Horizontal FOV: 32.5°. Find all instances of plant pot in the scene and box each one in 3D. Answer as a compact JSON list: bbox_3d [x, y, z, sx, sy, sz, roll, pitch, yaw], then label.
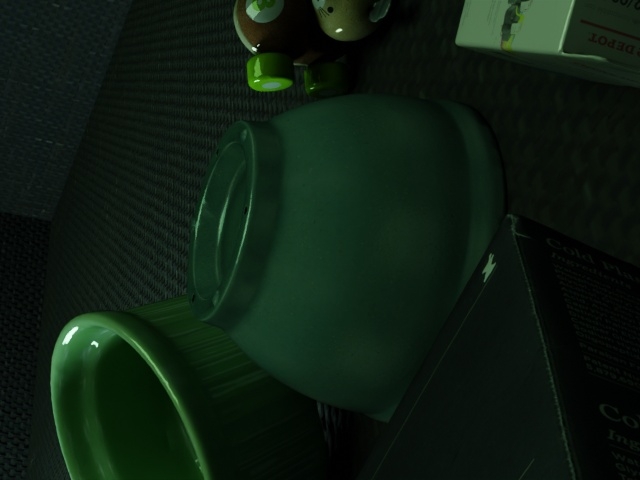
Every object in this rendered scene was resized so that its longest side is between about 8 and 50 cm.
[{"bbox_3d":[0.000,0.000,0.952,0.293,0.196,0.293,-168,90,-69],"label":"plant pot"}]

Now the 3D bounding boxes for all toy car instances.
[{"bbox_3d":[0.011,-0.254,1.162,0.188,0.149,0.155,-18,74,53],"label":"toy car"}]

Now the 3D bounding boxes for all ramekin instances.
[{"bbox_3d":[-0.130,0.197,1.100,0.303,0.148,0.303,25,124,44],"label":"ramekin"}]

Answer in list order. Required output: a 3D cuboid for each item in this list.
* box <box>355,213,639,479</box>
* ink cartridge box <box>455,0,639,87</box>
[{"bbox_3d":[0.093,0.217,0.474,0.312,0.179,0.343,-82,17,-65],"label":"box"},{"bbox_3d":[0.175,-0.136,0.698,0.181,0.104,0.061,-147,69,-67],"label":"ink cartridge box"}]
